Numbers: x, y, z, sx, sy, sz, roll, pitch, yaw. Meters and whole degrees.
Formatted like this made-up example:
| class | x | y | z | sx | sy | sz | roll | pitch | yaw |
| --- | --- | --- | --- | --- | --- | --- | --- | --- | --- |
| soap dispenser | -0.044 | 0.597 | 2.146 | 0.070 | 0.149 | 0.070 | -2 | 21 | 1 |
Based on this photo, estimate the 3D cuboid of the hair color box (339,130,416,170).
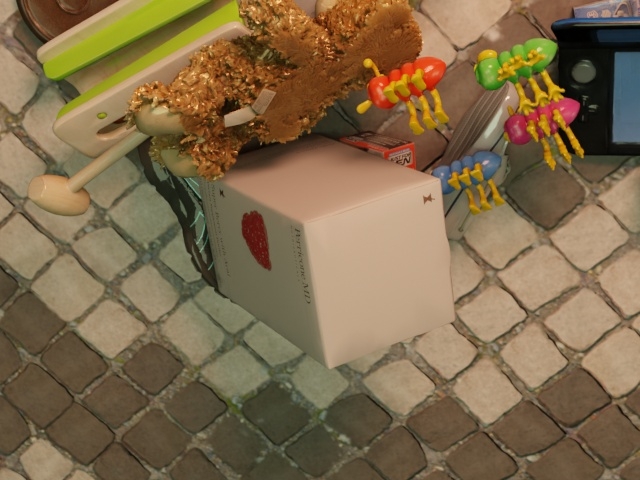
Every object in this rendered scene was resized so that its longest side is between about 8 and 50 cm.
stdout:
| class | x | y | z | sx | sy | sz | roll | pitch | yaw |
| --- | --- | --- | --- | --- | --- | --- | --- | --- | --- |
| hair color box | 0.076 | -0.047 | 1.417 | 0.053 | 0.093 | 0.167 | -18 | 114 | -31 |

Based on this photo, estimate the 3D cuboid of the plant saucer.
| class | x | y | z | sx | sy | sz | roll | pitch | yaw |
| --- | --- | --- | --- | --- | --- | --- | --- | --- | --- |
| plant saucer | -0.305 | -0.307 | 1.402 | 0.168 | 0.029 | 0.168 | 3 | 111 | 7 |

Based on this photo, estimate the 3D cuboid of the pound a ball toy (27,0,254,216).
| class | x | y | z | sx | sy | sz | roll | pitch | yaw |
| --- | --- | --- | --- | --- | --- | --- | --- | --- | --- |
| pound a ball toy | -0.205 | -0.172 | 1.360 | 0.319 | 0.136 | 0.208 | -27 | 63 | 17 |

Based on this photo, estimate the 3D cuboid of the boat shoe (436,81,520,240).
| class | x | y | z | sx | sy | sz | roll | pitch | yaw |
| --- | --- | --- | --- | --- | --- | --- | --- | --- | --- |
| boat shoe | 0.197 | -0.097 | 1.402 | 0.076 | 0.083 | 0.226 | 22 | 123 | -18 |

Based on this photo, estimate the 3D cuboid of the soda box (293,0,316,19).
| class | x | y | z | sx | sy | sz | roll | pitch | yaw |
| --- | --- | --- | --- | --- | --- | --- | --- | --- | --- |
| soda box | 0.076 | -0.350 | 1.274 | 0.286 | 0.091 | 0.098 | -32 | 106 | 28 |

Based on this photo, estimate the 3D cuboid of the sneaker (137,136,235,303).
| class | x | y | z | sx | sy | sz | roll | pitch | yaw |
| --- | --- | --- | --- | --- | --- | --- | --- | --- | --- |
| sneaker | -0.134 | -0.038 | 1.449 | 0.106 | 0.101 | 0.267 | -24 | 107 | 14 |

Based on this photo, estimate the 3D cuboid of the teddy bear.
| class | x | y | z | sx | sy | sz | roll | pitch | yaw |
| --- | --- | --- | --- | --- | --- | --- | --- | --- | --- |
| teddy bear | -0.058 | -0.186 | 1.238 | 0.338 | 0.113 | 0.245 | -37 | 144 | 13 |

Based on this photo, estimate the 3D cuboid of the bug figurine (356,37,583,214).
| class | x | y | z | sx | sy | sz | roll | pitch | yaw |
| --- | --- | --- | --- | --- | --- | --- | --- | --- | --- |
| bug figurine | 0.174 | -0.137 | 1.247 | 0.216 | 0.072 | 0.279 | -18 | 146 | 18 |

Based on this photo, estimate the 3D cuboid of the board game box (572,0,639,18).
| class | x | y | z | sx | sy | sz | roll | pitch | yaw |
| --- | --- | --- | --- | --- | --- | --- | --- | --- | --- |
| board game box | 0.354 | -0.245 | 1.343 | 0.090 | 0.020 | 0.090 | -12 | 111 | 14 |

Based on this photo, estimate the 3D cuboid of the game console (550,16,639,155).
| class | x | y | z | sx | sy | sz | roll | pitch | yaw |
| --- | --- | --- | --- | --- | --- | --- | --- | --- | --- |
| game console | 0.407 | -0.166 | 1.244 | 0.293 | 0.173 | 0.250 | 2 | 126 | 15 |

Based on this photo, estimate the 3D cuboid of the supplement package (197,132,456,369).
| class | x | y | z | sx | sy | sz | roll | pitch | yaw |
| --- | --- | --- | --- | --- | --- | --- | --- | --- | --- |
| supplement package | 0.000 | 0.000 | 1.319 | 0.175 | 0.293 | 0.177 | -18 | 112 | -24 |
